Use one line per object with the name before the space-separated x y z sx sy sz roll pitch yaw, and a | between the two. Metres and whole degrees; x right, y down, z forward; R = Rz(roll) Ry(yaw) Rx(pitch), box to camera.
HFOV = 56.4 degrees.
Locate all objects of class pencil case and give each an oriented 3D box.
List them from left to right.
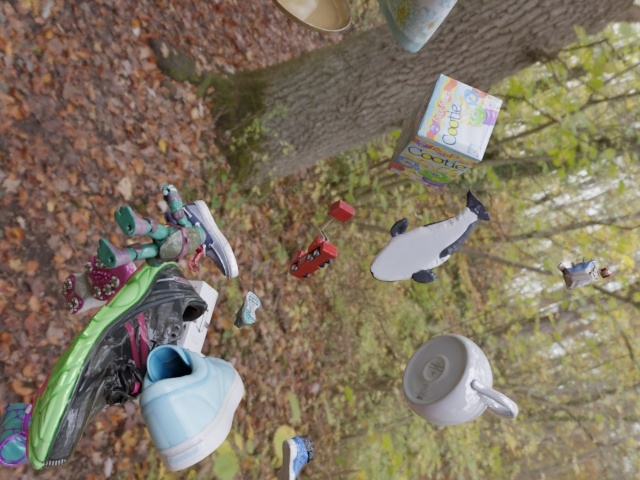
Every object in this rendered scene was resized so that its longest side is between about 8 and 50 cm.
pencil case | -0.568 0.360 1.122 0.064 0.070 0.151 36 -6 -27

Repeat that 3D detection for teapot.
teapot | 0.352 0.378 1.539 0.187 0.252 0.256 41 25 -24

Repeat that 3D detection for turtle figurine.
turtle figurine | -0.286 -0.012 1.099 0.118 0.175 0.234 25 15 23

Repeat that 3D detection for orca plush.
orca plush | 0.243 -0.004 1.358 0.151 0.287 0.102 44 13 8

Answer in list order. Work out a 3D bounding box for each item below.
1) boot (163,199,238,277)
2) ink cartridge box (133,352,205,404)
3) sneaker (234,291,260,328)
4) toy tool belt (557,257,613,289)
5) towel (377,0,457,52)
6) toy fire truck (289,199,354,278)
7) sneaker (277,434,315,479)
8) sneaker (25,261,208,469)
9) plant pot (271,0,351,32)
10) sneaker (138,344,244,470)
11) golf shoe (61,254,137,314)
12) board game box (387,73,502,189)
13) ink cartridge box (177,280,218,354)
boot | -0.242 0.008 1.203 0.190 0.086 0.069 56 -28 24
ink cartridge box | -0.459 0.402 1.773 0.232 0.168 0.171 40 42 -16
sneaker | -0.259 0.239 2.052 0.065 0.076 0.166 46 24 -16
toy tool belt | 0.464 0.051 1.048 0.052 0.083 0.051 53 17 -78
towel | 0.222 -0.661 1.317 0.320 0.090 0.374 -53 -133 51
toy fire truck | 0.000 0.000 1.447 0.047 0.192 0.135 29 47 -27
sneaker | -0.054 0.545 1.451 0.058 0.084 0.152 20 -72 52
sneaker | -0.356 0.219 1.122 0.202 0.185 0.483 39 42 -9
plant pot | -0.035 -0.558 1.364 0.236 0.032 0.236 18 52 -24
sneaker | -0.212 0.224 0.976 0.366 0.135 0.150 -163 -130 -80
golf shoe | -0.516 0.099 1.466 0.140 0.306 0.115 -6 80 -48
board game box | 0.265 -0.228 1.326 0.142 0.144 0.275 22 -9 -3
ink cartridge box | -0.381 0.212 1.606 0.086 0.148 0.203 54 42 -54
